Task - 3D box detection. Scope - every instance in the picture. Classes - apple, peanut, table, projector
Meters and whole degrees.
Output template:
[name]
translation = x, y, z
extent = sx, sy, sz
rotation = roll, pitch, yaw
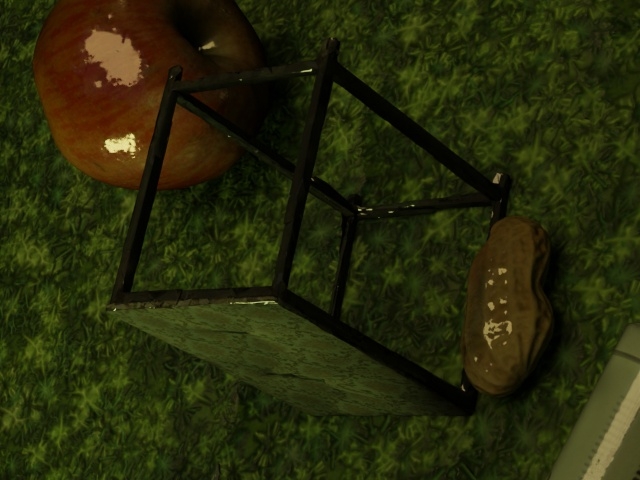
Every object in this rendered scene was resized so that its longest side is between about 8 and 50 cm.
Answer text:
[apple]
translation = -0.215, -0.190, 1.939
extent = 0.301, 0.301, 0.302
rotation = -19, 57, 31
[peanut]
translation = 0.191, 0.064, 1.606
extent = 0.093, 0.083, 0.194
rotation = -11, 61, 51
[table]
translation = 0.000, 0.000, 1.620
extent = 0.222, 0.335, 0.272
rotation = -5, 64, 37
[projector]
translation = 0.251, 0.243, 1.447
extent = 0.108, 0.108, 0.337
rotation = 25, 85, 44

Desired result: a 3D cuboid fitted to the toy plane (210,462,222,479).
[toy plane]
translation = -0.169, 0.354, 1.759
extent = 0.226, 0.058, 0.226
rotation = -52, 41, 7
